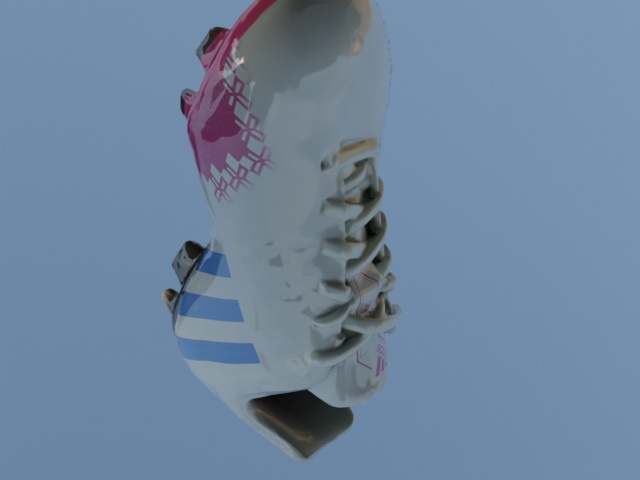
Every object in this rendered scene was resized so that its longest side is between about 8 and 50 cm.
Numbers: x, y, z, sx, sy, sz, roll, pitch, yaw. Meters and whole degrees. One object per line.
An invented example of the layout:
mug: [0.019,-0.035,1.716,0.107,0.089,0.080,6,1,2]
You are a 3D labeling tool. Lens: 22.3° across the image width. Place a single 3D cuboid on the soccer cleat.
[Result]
soccer cleat: [0.000,0.000,0.847,0.116,0.331,0.143,-30,-113,-25]
